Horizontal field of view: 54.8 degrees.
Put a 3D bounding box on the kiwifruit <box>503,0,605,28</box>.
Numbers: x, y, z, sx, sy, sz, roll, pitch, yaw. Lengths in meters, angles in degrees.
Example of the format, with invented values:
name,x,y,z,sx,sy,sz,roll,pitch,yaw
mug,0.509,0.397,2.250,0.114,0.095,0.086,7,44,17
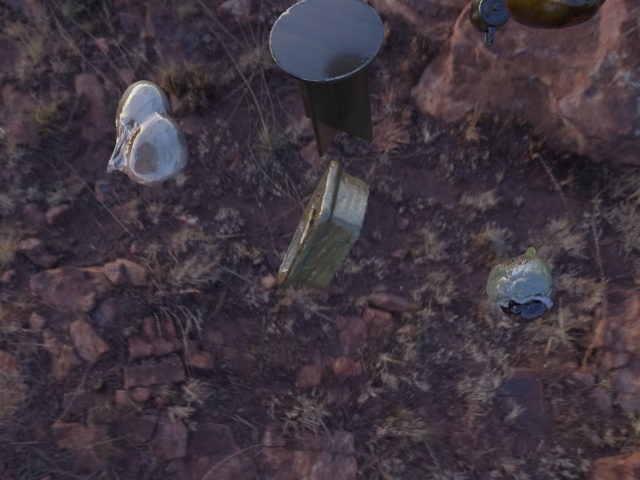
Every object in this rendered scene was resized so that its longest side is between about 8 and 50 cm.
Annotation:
name,x,y,z,sx,sy,sz,roll,pitch,yaw
kiwifruit,0.212,-0.230,0.563,0.075,0.124,0.075,-2,110,-4

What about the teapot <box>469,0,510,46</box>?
name,x,y,z,sx,sy,sz,roll,pitch,yaw
teapot,0.325,-0.429,1.170,0.076,0.068,0.121,5,99,-1

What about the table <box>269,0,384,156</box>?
name,x,y,z,sx,sy,sz,roll,pitch,yaw
table,0.020,-0.246,0.990,0.167,0.227,0.167,-3,64,6

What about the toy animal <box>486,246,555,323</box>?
name,x,y,z,sx,sy,sz,roll,pitch,yaw
toy animal,0.303,0.066,0.907,0.098,0.098,0.137,45,38,14

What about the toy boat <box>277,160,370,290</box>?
name,x,y,z,sx,sy,sz,roll,pitch,yaw
toy boat,0.000,0.000,0.804,0.061,0.188,0.116,21,45,-10

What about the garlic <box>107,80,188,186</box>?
name,x,y,z,sx,sy,sz,roll,pitch,yaw
garlic,-0.260,-0.158,0.931,0.099,0.124,0.175,-7,71,-48
